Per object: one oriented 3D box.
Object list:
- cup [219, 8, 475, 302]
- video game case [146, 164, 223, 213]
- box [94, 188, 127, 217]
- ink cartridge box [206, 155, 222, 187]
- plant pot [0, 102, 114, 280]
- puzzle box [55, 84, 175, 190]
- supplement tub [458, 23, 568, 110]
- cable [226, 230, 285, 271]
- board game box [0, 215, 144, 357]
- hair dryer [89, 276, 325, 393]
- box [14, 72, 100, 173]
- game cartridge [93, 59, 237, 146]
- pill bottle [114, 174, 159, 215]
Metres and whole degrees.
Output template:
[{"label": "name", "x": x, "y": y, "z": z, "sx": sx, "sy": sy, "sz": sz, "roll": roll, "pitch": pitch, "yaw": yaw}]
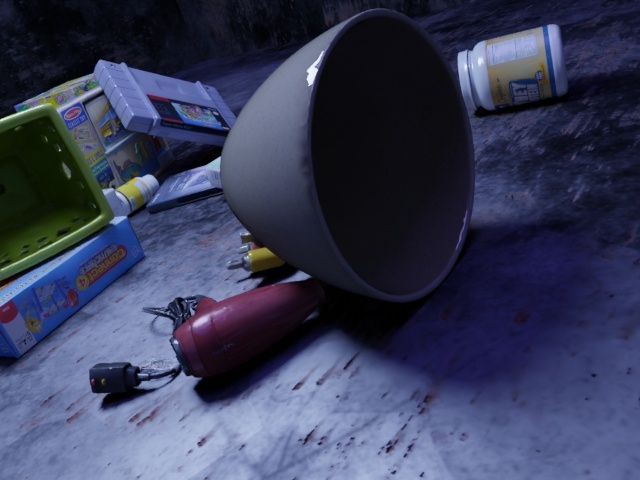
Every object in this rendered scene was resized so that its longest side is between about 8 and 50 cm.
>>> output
[{"label": "cup", "x": 0.011, "y": -0.094, "z": 0.777, "sx": 0.237, "sy": 0.330, "sz": 0.331, "roll": 0, "pitch": 30, "yaw": 41}, {"label": "video game case", "x": -0.250, "y": -0.143, "z": 1.428, "sx": 0.275, "sy": 0.026, "sz": 0.196, "roll": -15, "pitch": 24, "yaw": 9}, {"label": "box", "x": -0.495, "y": -0.051, "z": 1.325, "sx": 0.102, "sy": 0.087, "sz": 0.101, "roll": -1, "pitch": 29, "yaw": 33}, {"label": "ink cartridge box", "x": -0.101, "y": -0.169, "z": 1.302, "sx": 0.181, "sy": 0.056, "sz": 0.224, "roll": 13, "pitch": 38, "yaw": 29}, {"label": "plant pot", "x": -0.534, "y": -0.085, "z": 1.062, "sx": 0.227, "sy": 0.228, "sz": 0.207, "roll": -34, "pitch": 23, "yaw": -29}, {"label": "puzzle box", "x": -0.509, "y": -0.250, "z": 1.536, "sx": 0.052, "sy": 0.271, "sz": 0.408, "roll": -11, "pitch": 26, "yaw": 16}, {"label": "supplement tub", "x": 0.394, "y": -0.348, "z": 1.259, "sx": 0.200, "sy": 0.144, "sz": 0.144, "roll": -8, "pitch": 26, "yaw": 23}, {"label": "cable", "x": 0.000, "y": 0.000, "z": 0.940, "sx": 0.288, "sy": 0.072, "sz": 0.139, "roll": -4, "pitch": 16, "yaw": 2}, {"label": "board game box", "x": -0.530, "y": 0.073, "z": 1.090, "sx": 0.302, "sy": 0.086, "sz": 0.308, "roll": -3, "pitch": 29, "yaw": 31}, {"label": "hair dryer", "x": -0.136, "y": 0.092, "z": 0.780, "sx": 0.294, "sy": 0.080, "sz": 0.223, "roll": -10, "pitch": 25, "yaw": 17}, {"label": "box", "x": -0.608, "y": -0.284, "z": 1.657, "sx": 0.177, "sy": 0.289, "sz": 0.279, "roll": -13, "pitch": 24, "yaw": 15}, {"label": "game cartridge", "x": -0.366, "y": -0.341, "z": 1.559, "sx": 0.355, "sy": 0.068, "sz": 0.230, "roll": 0, "pitch": 42, "yaw": -49}, {"label": "pill bottle", "x": -0.433, "y": -0.108, "z": 1.432, "sx": 0.065, "sy": 0.065, "sz": 0.116, "roll": 0, "pitch": 29, "yaw": 35}]
